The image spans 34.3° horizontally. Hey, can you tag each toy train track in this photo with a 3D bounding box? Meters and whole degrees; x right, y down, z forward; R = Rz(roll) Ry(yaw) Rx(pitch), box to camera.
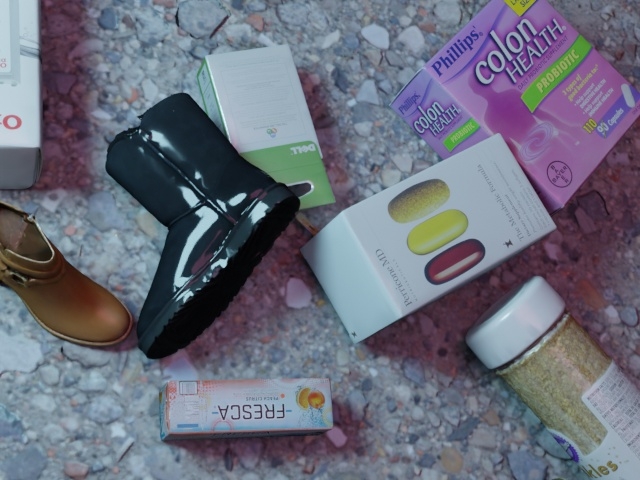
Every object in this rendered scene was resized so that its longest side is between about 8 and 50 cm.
[{"bbox_3d":[0.000,0.000,1.244,0.083,0.014,0.048,45,61,-4],"label":"toy train track"}]

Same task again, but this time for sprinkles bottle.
[{"bbox_3d":[0.330,0.209,1.225,0.121,0.121,0.355,-41,88,-25],"label":"sprinkles bottle"}]

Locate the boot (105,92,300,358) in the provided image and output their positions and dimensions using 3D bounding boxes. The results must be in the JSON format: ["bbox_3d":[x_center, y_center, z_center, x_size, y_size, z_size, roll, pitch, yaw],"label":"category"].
[{"bbox_3d":[-0.168,-0.021,1.155,0.207,0.094,0.246,40,94,22],"label":"boot"}]

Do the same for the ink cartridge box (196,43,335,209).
[{"bbox_3d":[-0.067,-0.123,1.237,0.109,0.062,0.209,-12,77,-21],"label":"ink cartridge box"}]

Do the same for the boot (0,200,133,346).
[{"bbox_3d":[-0.275,0.037,1.065,0.197,0.152,0.073,29,66,-7],"label":"boot"}]

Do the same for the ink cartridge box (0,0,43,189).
[{"bbox_3d":[-0.407,-0.208,1.122,0.207,0.117,0.283,0,72,-19],"label":"ink cartridge box"}]

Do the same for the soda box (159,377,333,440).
[{"bbox_3d":[-0.082,0.184,1.130,0.183,0.063,0.058,2,72,-17],"label":"soda box"}]

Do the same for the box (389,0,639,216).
[{"bbox_3d":[0.255,-0.174,1.331,0.243,0.117,0.213,45,65,0],"label":"box"}]

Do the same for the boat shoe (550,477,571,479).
[{"bbox_3d":[0.306,0.367,1.204,0.072,0.068,0.190,-6,84,-33],"label":"boat shoe"}]

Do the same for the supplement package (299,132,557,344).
[{"bbox_3d":[0.125,-0.002,1.212,0.244,0.134,0.139,-28,84,-28],"label":"supplement package"}]
